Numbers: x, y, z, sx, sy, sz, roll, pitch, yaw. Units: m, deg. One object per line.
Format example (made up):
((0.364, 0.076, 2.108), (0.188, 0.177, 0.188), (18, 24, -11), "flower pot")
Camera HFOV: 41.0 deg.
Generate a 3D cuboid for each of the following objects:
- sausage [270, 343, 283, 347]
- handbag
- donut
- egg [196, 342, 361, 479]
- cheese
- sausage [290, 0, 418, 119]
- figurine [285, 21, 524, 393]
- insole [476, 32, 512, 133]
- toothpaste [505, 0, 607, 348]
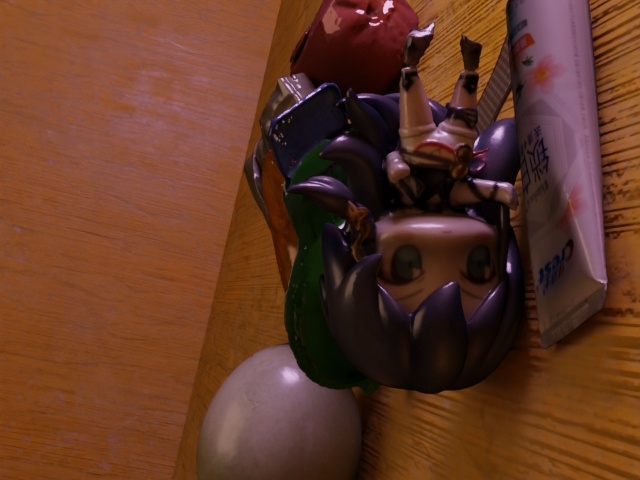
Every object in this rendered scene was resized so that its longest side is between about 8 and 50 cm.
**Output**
((-0.053, 0.261, 1.196), (0.274, 0.105, 0.105), (-90, 18, -49), "sausage")
((-0.025, -0.072, 1.242), (0.253, 0.109, 0.316), (64, 156, 16), "handbag")
((0.001, 0.000, 1.014), (0.253, 0.118, 0.254), (45, 144, 47), "donut")
((-0.048, 0.242, 0.980), (0.186, 0.186, 0.253), (-170, 94, -78), "egg")
((0.026, 0.011, 0.822), (0.083, 0.204, 0.321), (11, 130, 43), "cheese")
((0.041, -0.264, 1.219), (0.280, 0.152, 0.152), (135, 147, -68), "sausage")
((0.083, -0.013, 0.688), (0.197, 0.175, 0.265), (44, -124, -71), "figurine")
((0.183, -0.178, 0.826), (0.086, 0.005, 0.253), (-95, 22, -58), "insole")
((0.176, -0.087, 0.639), (0.100, 0.066, 0.323), (115, 160, -63), "toothpaste")
